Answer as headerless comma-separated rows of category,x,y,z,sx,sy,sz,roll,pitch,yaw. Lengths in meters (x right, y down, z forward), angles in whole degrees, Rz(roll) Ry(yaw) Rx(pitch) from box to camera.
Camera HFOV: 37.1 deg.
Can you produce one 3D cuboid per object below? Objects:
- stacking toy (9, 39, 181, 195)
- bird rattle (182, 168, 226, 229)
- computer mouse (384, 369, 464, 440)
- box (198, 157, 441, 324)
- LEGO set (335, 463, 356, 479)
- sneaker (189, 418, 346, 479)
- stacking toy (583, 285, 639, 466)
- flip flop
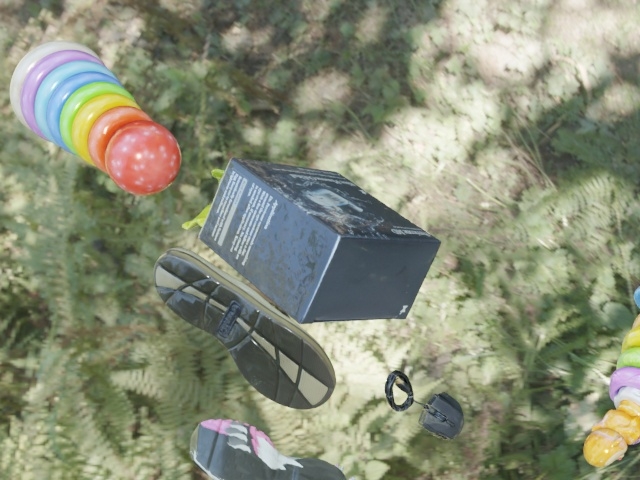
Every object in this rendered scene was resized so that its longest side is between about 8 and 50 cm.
stacking toy,-0.280,-0.144,1.215,0.330,0.141,0.141,39,99,46
bird rattle,-0.116,-0.029,1.689,0.143,0.253,0.207,-48,71,13
computer mouse,0.173,0.267,1.525,0.041,0.242,0.071,28,83,42
box,0.000,0.000,0.905,0.158,0.156,0.093,37,112,36
LEGO set,0.060,0.489,1.801,0.132,0.107,0.287,46,139,-10
sneaker,-0.067,0.260,1.048,0.178,0.077,0.072,28,56,-9
stacking toy,0.432,0.179,1.217,0.166,0.175,0.302,43,65,7
flip flop,-0.089,0.102,1.206,0.277,0.080,0.112,37,120,6
